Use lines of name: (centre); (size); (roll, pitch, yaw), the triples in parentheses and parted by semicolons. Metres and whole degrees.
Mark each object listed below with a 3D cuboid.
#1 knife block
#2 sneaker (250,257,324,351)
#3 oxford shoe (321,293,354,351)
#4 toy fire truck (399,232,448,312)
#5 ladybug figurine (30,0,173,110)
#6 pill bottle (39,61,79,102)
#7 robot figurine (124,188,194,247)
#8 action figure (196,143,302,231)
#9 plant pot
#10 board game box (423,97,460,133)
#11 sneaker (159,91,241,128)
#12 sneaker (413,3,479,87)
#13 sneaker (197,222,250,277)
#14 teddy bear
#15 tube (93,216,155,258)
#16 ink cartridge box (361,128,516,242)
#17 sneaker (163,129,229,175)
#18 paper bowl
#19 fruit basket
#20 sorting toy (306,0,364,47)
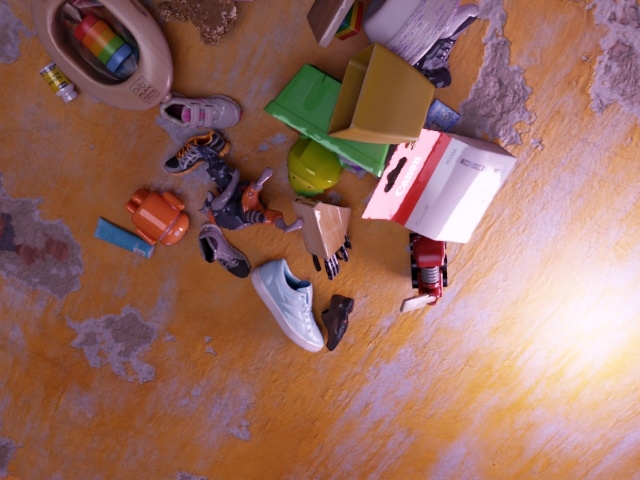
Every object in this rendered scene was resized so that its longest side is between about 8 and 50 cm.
knife block: (0.000, 0.000, 1.982); (0.088, 0.275, 0.242); (18, 96, 33)
sneaker: (-0.073, 0.216, 2.156); (0.150, 0.135, 0.366); (-30, 111, 22)
oxford shoe: (0.046, 0.278, 2.215); (0.096, 0.083, 0.227); (20, 116, 15)
toy fire truck: (0.319, 0.108, 1.996); (0.158, 0.246, 0.217); (-3, 116, 7)
ladybug figurine: (-0.587, -0.559, 1.809); (0.305, 0.162, 0.449); (-36, 107, 20)
pill bottle: (-0.775, -0.471, 1.928); (0.065, 0.065, 0.116); (-27, 111, 18)
robot figurine: (-0.512, -0.071, 2.064); (0.219, 0.128, 0.158); (39, 71, -13)
action figure: (-0.254, -0.125, 1.923); (0.330, 0.178, 0.341); (-7, 136, 44)
plant pot: (0.157, -0.341, 1.609); (0.187, 0.212, 0.212); (16, 91, -15)
board game box: (0.346, -0.354, 1.890); (0.090, 0.020, 0.090); (32, 115, -8)
sneaker: (-0.361, -0.372, 1.906); (0.252, 0.111, 0.103); (4, 117, 4)
sneaker: (0.338, -0.516, 1.772); (0.268, 0.101, 0.153); (-34, 116, 18)
sneaker: (-0.325, 0.059, 2.105); (0.086, 0.132, 0.229); (-34, 108, 20)
teddy bear: (-0.361, -0.692, 1.764); (0.338, 0.113, 0.245); (27, 109, 1)
tube: (-0.656, -0.003, 2.161); (0.207, 0.052, 0.080); (24, 112, 0)
ink cartridge box: (0.342, -0.149, 1.847); (0.385, 0.091, 0.308); (4, 124, -37)
sneaker: (-0.387, -0.271, 1.967); (0.215, 0.084, 0.083); (-25, 136, 7)
paper bowl: (0.217, -0.578, 1.636); (0.148, 0.284, 0.284); (33, 115, -19)
fruit basket: (0.007, -0.270, 1.843); (0.392, 0.283, 0.392); (1, 104, 6)
sorting toy: (0.079, -0.632, 1.659); (0.089, 0.255, 0.257); (23, 117, -23)
